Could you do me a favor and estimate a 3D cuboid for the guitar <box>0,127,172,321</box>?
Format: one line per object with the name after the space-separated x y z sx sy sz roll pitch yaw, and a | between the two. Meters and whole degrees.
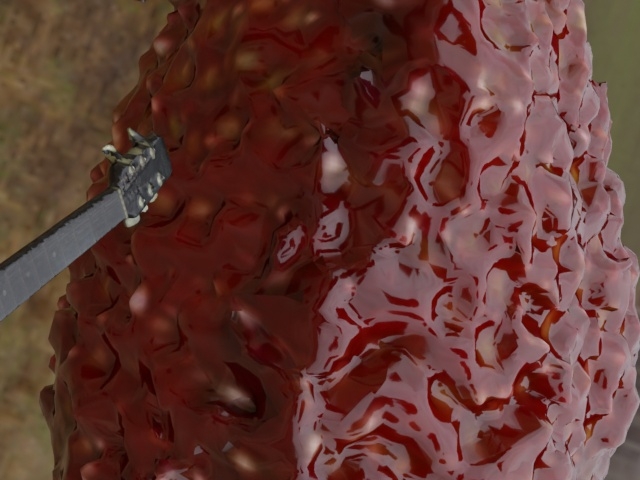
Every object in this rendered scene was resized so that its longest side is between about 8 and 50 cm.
-0.102 0.020 0.476 0.233 0.025 0.088 -45 125 -53 | guitar

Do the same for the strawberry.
-0.002 0.000 0.783 0.292 0.292 0.343 -35 122 -71 | strawberry
